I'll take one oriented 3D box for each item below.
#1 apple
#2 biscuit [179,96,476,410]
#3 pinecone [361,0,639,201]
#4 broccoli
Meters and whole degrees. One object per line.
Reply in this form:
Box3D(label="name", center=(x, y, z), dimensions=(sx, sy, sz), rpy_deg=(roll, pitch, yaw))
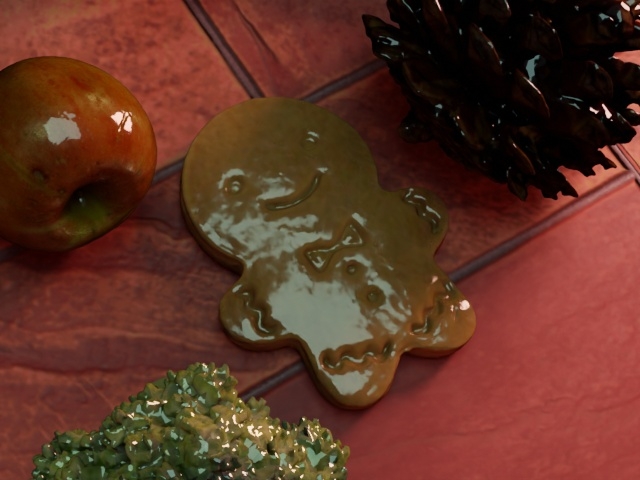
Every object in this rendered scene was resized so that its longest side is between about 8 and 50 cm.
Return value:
Box3D(label="apple", center=(-0.264, -0.089, 1.416), dimensions=(0.196, 0.196, 0.196), rpy_deg=(3, 66, -7))
Box3D(label="biscuit", center=(0.000, -0.001, 1.489), dimensions=(0.275, 0.052, 0.355), rpy_deg=(-27, 73, -19))
Box3D(label="pinecone", center=(0.212, -0.188, 1.498), dimensions=(0.296, 0.242, 0.298), rpy_deg=(-31, 77, -15))
Box3D(label="broccoli", center=(-0.111, 0.232, 1.279), dimensions=(0.288, 0.235, 0.259), rpy_deg=(31, 60, -35))
